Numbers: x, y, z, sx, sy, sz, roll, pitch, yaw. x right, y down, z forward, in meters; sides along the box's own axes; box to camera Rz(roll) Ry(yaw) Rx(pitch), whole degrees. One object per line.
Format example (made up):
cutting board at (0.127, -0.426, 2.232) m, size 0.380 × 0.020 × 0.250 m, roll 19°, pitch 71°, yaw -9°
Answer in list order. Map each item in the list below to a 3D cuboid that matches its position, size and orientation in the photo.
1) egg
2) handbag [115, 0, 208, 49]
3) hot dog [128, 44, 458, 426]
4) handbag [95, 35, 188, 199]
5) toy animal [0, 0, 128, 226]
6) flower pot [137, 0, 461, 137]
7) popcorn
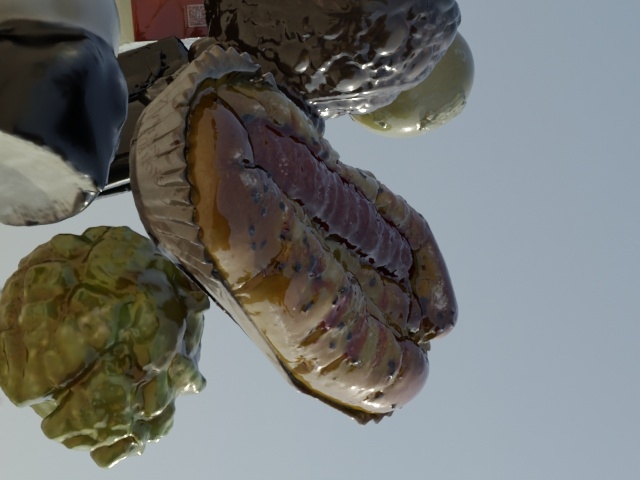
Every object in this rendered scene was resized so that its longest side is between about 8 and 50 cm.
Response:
egg at (0.115, -0.217, 2.044) m, size 0.164 × 0.201 × 0.164 m, roll 31°, pitch -43°, yaw 34°
handbag at (-0.180, -0.383, 2.414) m, size 0.171 × 0.298 × 0.151 m, roll -172°, pitch -106°, yaw -70°
hot dog at (-0.007, 0.003, 0.758) m, size 0.069 × 0.253 × 0.131 m, roll -10°, pitch -122°, yaw 28°
handbag at (-0.286, -0.164, 2.147) m, size 0.088 × 0.275 × 0.244 m, roll 78°, pitch -9°, yaw -50°
toy animal at (-0.324, -0.188, 1.719) m, size 0.251 × 0.251 × 0.309 m, roll -46°, pitch -149°, yaw 52°
flower pot at (-0.034, -0.195, 1.564) m, size 0.267 × 0.267 × 0.266 m, roll -53°, pitch -158°, yaw 1°
popcorn at (-0.275, 0.120, 1.957) m, size 0.274 × 0.279 × 0.335 m, roll -45°, pitch -146°, yaw 25°
